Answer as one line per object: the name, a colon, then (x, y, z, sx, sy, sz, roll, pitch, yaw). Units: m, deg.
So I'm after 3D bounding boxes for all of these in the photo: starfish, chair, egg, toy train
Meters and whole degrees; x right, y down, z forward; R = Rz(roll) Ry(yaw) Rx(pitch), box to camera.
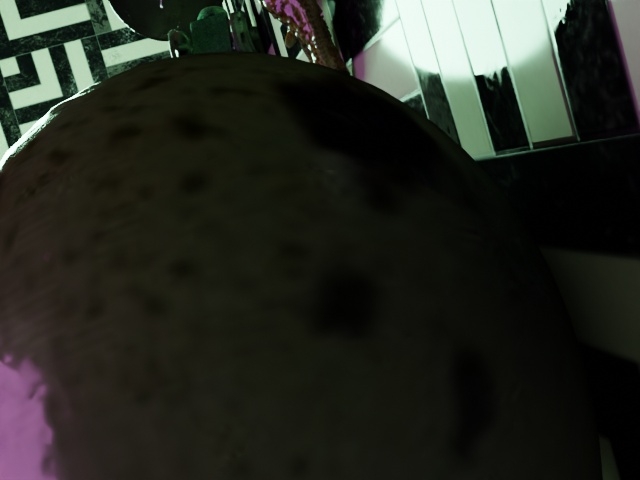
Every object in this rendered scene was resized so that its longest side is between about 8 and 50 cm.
starfish: (-0.039, -0.237, 0.782, 0.238, 0.071, 0.216, 51, -174, -18)
chair: (-0.256, -0.469, 1.342, 0.401, 0.226, 0.227, -160, 53, -81)
egg: (-0.021, 0.100, 0.470, 0.428, 0.345, 0.345, 58, 169, 12)
toy train: (-0.143, -0.230, 1.373, 0.221, 0.150, 0.305, 56, -159, -61)
